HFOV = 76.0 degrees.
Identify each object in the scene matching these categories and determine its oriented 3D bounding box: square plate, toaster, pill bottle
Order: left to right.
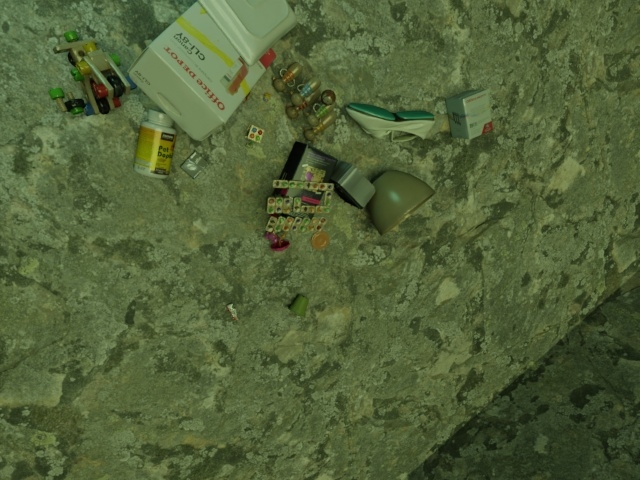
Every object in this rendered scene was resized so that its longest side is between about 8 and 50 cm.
[{"bbox_3d":[-0.557,-0.326,1.389,0.117,0.117,0.215,10,104,-23],"label":"pill bottle"},{"bbox_3d":[-0.239,-0.777,1.286,0.344,0.049,0.347,49,49,-25],"label":"square plate"},{"bbox_3d":[0.107,-0.228,1.646,0.185,0.168,0.110,41,88,-28],"label":"toaster"}]

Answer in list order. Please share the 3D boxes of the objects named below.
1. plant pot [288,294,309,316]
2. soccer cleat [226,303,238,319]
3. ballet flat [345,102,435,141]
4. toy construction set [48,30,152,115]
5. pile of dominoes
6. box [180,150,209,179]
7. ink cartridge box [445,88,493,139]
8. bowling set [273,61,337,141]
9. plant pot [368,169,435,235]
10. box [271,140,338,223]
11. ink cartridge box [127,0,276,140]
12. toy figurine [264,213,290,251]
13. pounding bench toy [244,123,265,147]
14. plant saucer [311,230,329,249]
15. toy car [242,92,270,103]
[{"bbox_3d":[-0.089,0.281,1.796,0.083,0.083,0.079,29,83,-26],"label":"plant pot"},{"bbox_3d":[-0.363,0.301,1.721,0.035,0.029,0.083,-32,111,-3],"label":"soccer cleat"},{"bbox_3d":[0.282,-0.466,1.663,0.399,0.139,0.139,-1,108,-21],"label":"ballet flat"},{"bbox_3d":[-0.644,-0.532,1.227,0.308,0.257,0.238,-22,104,-11],"label":"toy construction set"},{"bbox_3d":[-0.075,-0.118,1.498,0.250,0.040,0.196,1,109,-19],"label":"pile of dominoes"},{"bbox_3d":[-0.460,-0.276,1.497,0.083,0.018,0.067,-46,117,-1],"label":"box"},{"bbox_3d":[0.637,-0.542,1.758,0.128,0.127,0.176,-23,114,-11],"label":"ink cartridge box"},{"bbox_3d":[-0.044,-0.500,1.486,0.154,0.200,0.287,-43,113,-1],"label":"bowling set"},{"bbox_3d":[0.306,-0.180,1.704,0.284,0.284,0.191,-37,82,-6],"label":"plant pot"},{"bbox_3d":[-0.070,-0.226,1.578,0.143,0.165,0.271,21,99,-25],"label":"box"},{"bbox_3d":[-0.345,-0.543,1.265,0.279,0.160,0.385,44,52,-28],"label":"ink cartridge box"},{"bbox_3d":[-0.166,-0.036,1.648,0.173,0.130,0.159,28,107,-4],"label":"toy figurine"},{"bbox_3d":[-0.248,-0.380,1.516,0.052,0.065,0.083,17,101,-25],"label":"pounding bench toy"},{"bbox_3d":[0.000,0.000,1.765,0.083,0.013,0.084,-7,110,-19],"label":"plant saucer"},{"bbox_3d":[-0.242,-0.510,1.483,0.121,0.060,0.041,6,137,-15],"label":"toy car"}]
